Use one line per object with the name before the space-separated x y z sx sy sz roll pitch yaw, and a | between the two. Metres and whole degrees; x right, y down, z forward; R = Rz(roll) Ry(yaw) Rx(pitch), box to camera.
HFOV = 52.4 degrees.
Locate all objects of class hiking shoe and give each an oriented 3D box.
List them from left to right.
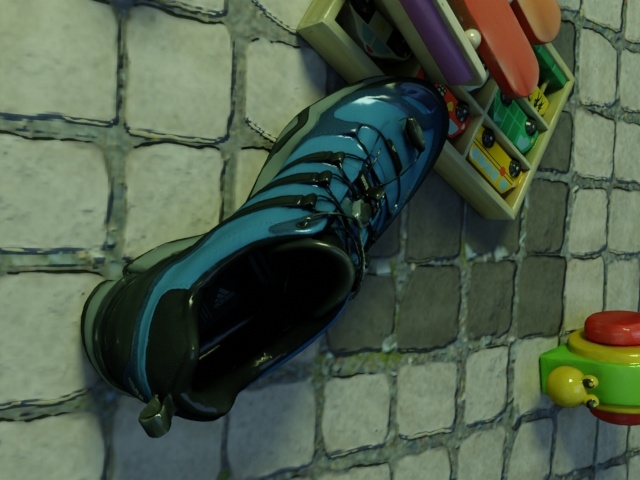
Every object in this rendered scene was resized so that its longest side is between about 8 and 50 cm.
hiking shoe | 0.000 0.000 0.414 0.304 0.132 0.113 -45 120 -20

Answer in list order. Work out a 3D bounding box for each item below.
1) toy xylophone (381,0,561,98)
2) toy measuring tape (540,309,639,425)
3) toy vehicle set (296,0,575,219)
toy xylophone | 0.120 -0.268 0.477 0.236 0.081 0.323 41 69 -31
toy measuring tape | 0.370 0.123 0.725 0.330 0.121 0.122 -12 101 -36
toy vehicle set | 0.116 -0.156 0.557 0.266 0.035 0.166 37 72 -33
